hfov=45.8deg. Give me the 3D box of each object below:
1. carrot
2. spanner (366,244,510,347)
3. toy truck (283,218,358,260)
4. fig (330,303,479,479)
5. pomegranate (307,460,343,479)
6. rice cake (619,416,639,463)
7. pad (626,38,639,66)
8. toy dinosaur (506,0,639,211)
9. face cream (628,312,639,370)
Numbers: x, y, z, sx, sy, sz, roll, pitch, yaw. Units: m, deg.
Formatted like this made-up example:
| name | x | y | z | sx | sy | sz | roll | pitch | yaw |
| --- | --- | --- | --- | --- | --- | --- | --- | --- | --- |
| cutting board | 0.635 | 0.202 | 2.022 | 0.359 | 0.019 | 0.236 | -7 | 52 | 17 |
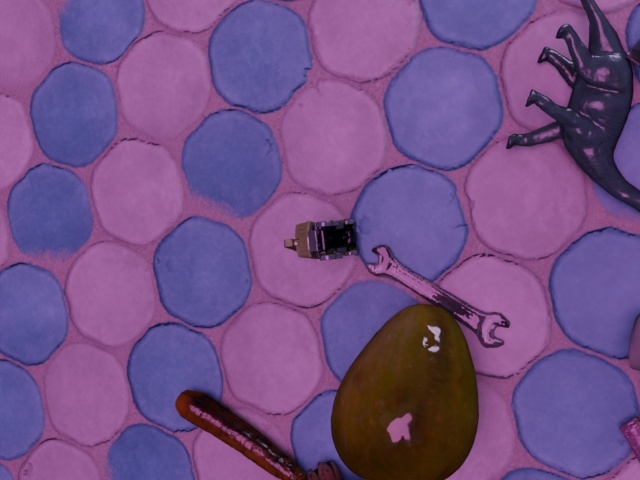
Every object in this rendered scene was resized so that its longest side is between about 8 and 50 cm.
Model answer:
| name | x | y | z | sx | sy | sz | roll | pitch | yaw |
| --- | --- | --- | --- | --- | --- | --- | --- | --- | --- |
| carrot | -0.154 | 0.397 | 1.519 | 0.314 | 0.066 | 0.066 | 30 | 99 | 14 |
| spanner | 0.218 | 0.105 | 1.429 | 0.301 | 0.017 | 0.071 | 31 | 99 | 13 |
| toy truck | 0.000 | 0.000 | 1.415 | 0.100 | 0.169 | 0.077 | -6 | 91 | 23 |
| fig | 0.155 | 0.272 | 1.335 | 0.257 | 0.258 | 0.327 | 13 | 82 | 16 |
| pomegranate | 0.049 | 0.512 | 1.411 | 0.179 | 0.179 | 0.211 | -19 | 73 | 16 |
| rice cake | 0.585 | 0.403 | 1.314 | 0.047 | 0.036 | 0.207 | -27 | 83 | 5 |
| pad | 0.652 | -0.290 | 1.261 | 0.243 | 0.004 | 0.164 | 40 | 75 | 12 |
| toy dinosaur | 0.522 | -0.225 | 1.303 | 0.330 | 0.129 | 0.384 | 23 | 96 | 4 |
| face cream | 0.639 | 0.187 | 1.227 | 0.251 | 0.101 | 0.101 | 10 | 94 | 34 |
